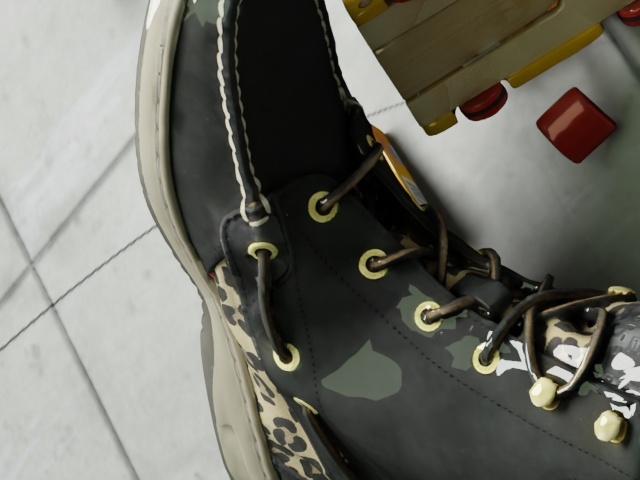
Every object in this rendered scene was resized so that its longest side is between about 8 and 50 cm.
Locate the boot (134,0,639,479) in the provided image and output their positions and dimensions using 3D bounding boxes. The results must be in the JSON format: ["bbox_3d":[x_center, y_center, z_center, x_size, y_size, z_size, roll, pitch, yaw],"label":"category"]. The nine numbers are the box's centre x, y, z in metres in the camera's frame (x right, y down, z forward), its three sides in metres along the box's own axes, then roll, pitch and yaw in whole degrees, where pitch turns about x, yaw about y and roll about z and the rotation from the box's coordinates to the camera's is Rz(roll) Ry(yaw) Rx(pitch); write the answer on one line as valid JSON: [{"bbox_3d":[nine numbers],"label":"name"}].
[{"bbox_3d":[0.063,0.021,0.999,0.284,0.138,0.377,16,129,31],"label":"boot"}]

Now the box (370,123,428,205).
[{"bbox_3d":[0.000,0.000,1.188,0.136,0.028,0.081,-43,50,17],"label":"box"}]

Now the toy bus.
[{"bbox_3d":[0.105,-0.153,1.060,0.104,0.202,0.191,-109,32,-57],"label":"toy bus"}]
